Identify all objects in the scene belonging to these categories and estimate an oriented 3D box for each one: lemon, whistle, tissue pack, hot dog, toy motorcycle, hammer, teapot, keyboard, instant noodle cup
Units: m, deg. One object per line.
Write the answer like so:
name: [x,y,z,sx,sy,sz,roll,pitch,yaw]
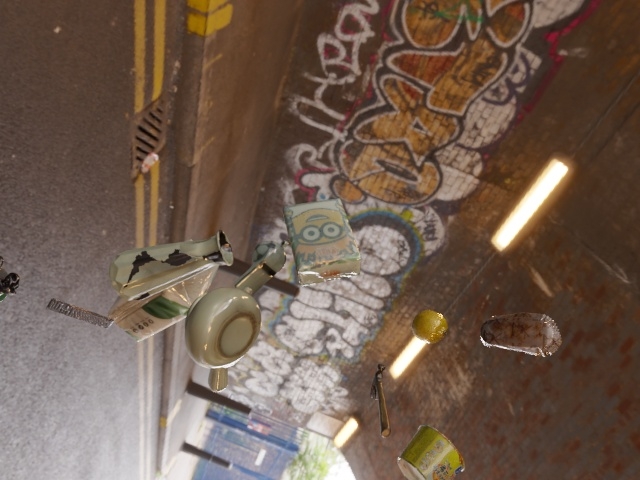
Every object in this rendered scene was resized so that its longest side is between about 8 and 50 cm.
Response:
lemon: [0.359,0.284,1.547,0.133,0.109,0.109,23,-89,53]
whistle: [-0.251,0.099,2.068,0.290,0.163,0.163,-41,-176,9]
tissue pack: [0.000,0.000,1.708,0.128,0.228,0.310,88,-11,-50]
hot dog: [0.620,0.292,1.480,0.253,0.069,0.131,-7,-112,44]
toy motorcycle: [-0.703,0.085,0.996,0.100,0.173,0.058,-58,153,-7]
hammer: [0.279,0.743,2.164,0.440,0.044,0.168,-81,-177,-77]
tissue pack: [-0.579,0.185,1.754,0.357,0.194,0.266,-29,-154,31]
teapot: [-0.266,0.264,1.197,0.220,0.149,0.318,10,100,-51]
keyboard: [-0.787,0.243,1.547,0.067,0.202,0.011,-42,-147,33]
instant noodle cup: [0.370,0.760,1.623,0.153,0.205,0.205,-32,161,-27]

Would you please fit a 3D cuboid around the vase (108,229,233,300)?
vase: [-0.461,0.073,1.464,0.165,0.360,0.165,-16,90,-85]
